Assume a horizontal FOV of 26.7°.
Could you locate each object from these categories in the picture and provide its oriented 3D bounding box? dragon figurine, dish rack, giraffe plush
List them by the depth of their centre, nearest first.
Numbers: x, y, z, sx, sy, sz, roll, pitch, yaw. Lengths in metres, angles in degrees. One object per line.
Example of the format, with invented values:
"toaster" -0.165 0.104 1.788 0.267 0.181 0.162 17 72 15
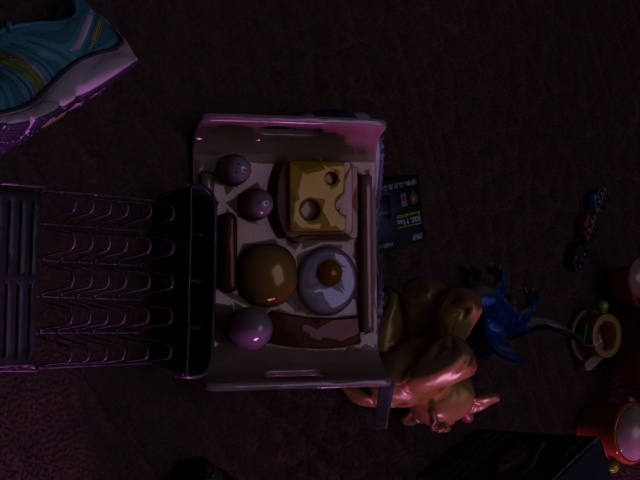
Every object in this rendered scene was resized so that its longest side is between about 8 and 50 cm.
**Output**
"dish rack" -0.229 0.040 1.387 0.271 0.074 0.208 4 85 -47
"giraffe plush" 0.144 0.171 1.730 0.170 0.181 0.210 40 69 -47
"dragon figurine" 0.244 0.125 1.881 0.289 0.085 0.144 34 67 -36

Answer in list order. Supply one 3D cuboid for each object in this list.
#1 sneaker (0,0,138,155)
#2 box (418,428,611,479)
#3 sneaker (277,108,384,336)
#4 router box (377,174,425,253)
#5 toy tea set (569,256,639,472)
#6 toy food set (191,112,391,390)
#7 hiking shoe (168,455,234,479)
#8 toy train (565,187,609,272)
"sneaker" -0.302 -0.154 1.317 0.110 0.107 0.275 54 45 -7
"box" 0.263 0.336 1.808 0.153 0.207 0.108 -28 109 -44
"sneaker" 0.000 0.000 1.630 0.131 0.112 0.319 1 85 -30
"router box" 0.082 -0.033 1.748 0.122 0.038 0.092 -14 100 -46
"toy tea set" 0.494 0.196 2.107 0.200 0.124 0.336 -9 95 -38
"toy food set" -0.028 0.013 1.518 0.219 0.092 0.306 0 90 -16
"hiking shoe" -0.129 0.358 1.475 0.114 0.086 0.227 32 65 -38
"toy train" 0.417 -0.022 2.119 0.036 0.027 0.158 39 62 -27
